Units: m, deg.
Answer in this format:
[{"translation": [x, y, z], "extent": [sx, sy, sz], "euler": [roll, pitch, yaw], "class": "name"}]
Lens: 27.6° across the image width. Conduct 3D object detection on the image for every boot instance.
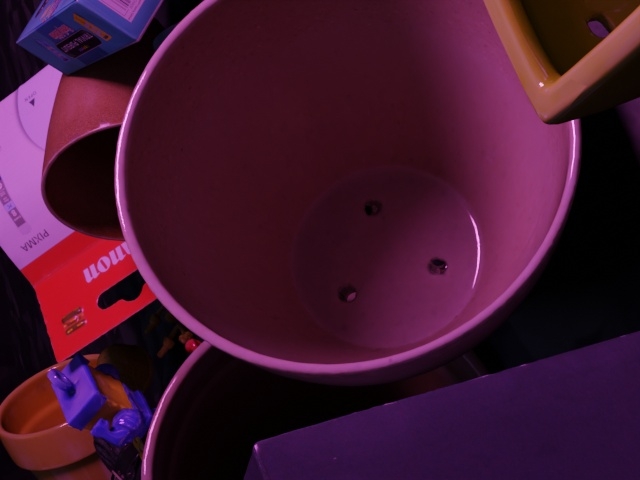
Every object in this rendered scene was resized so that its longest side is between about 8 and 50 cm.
[{"translation": [-0.278, 0.353, 2.133], "extent": [0.260, 0.131, 0.348], "euler": [57, 151, 38], "class": "boot"}]

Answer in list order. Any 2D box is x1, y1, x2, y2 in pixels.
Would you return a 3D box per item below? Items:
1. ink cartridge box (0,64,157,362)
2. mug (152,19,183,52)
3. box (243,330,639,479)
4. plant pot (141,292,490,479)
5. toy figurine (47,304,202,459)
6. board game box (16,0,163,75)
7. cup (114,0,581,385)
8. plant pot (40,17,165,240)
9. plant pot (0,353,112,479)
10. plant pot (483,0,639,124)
[{"translation": [-0.339, -0.069, 1.845], "extent": [0.091, 0.308, 0.385], "euler": [28, -147, -58], "class": "ink cartridge box"}, {"translation": [-0.103, -0.191, 1.412], "extent": [0.158, 0.129, 0.097], "euler": [-25, 83, 67], "class": "mug"}, {"translation": [0.117, 0.233, 0.868], "extent": [0.179, 0.343, 0.312], "euler": [64, 154, 29], "class": "box"}, {"translation": [0.013, 0.251, 1.224], "extent": [0.280, 0.323, 0.323], "euler": [85, 161, -62], "class": "plant pot"}, {"translation": [-0.299, 0.199, 1.893], "extent": [0.191, 0.217, 0.362], "euler": [-54, 37, 13], "class": "toy figurine"}, {"translation": [-0.217, -0.328, 1.479], "extent": [0.254, 0.079, 0.336], "euler": [-61, 20, -11], "class": "board game box"}, {"translation": [0.036, -0.024, 1.012], "extent": [0.237, 0.331, 0.331], "euler": [63, -178, -65], "class": "cup"}, {"translation": [-0.247, -0.168, 1.680], "extent": [0.237, 0.237, 0.254], "euler": [107, 156, -51], "class": "plant pot"}, {"translation": [-0.437, 0.376, 2.402], "extent": [0.254, 0.254, 0.239], "euler": [30, 144, 60], "class": "plant pot"}, {"translation": [0.195, -0.212, 0.605], "extent": [0.228, 0.207, 0.227], "euler": [132, 122, -64], "class": "plant pot"}]
